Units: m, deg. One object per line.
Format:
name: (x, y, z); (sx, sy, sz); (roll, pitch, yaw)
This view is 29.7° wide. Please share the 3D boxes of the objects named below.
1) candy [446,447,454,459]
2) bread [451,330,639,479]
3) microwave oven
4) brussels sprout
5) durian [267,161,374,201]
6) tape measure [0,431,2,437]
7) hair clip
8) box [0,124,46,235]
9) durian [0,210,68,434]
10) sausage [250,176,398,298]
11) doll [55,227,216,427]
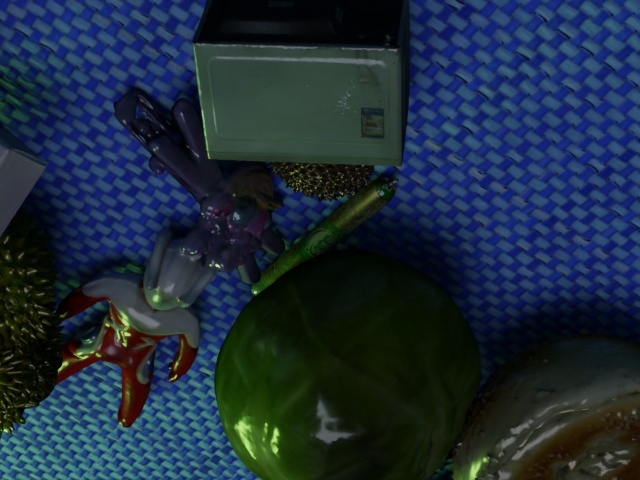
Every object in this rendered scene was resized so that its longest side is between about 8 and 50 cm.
candy: (0.048, 0.263, 1.642); (0.275, 0.070, 0.145); (-6, 137, 8)
bread: (0.295, 0.234, 1.486); (0.305, 0.159, 0.306); (-14, 135, -14)
microwave oven: (-0.013, -0.170, 1.221); (0.205, 0.129, 0.163); (3, 130, 6)
brussels sprout: (0.029, 0.180, 1.428); (0.281, 0.289, 0.355); (34, 154, 40)
durian: (0.011, -0.077, 1.332); (0.140, 0.071, 0.110); (-3, 170, -10)
tape measure: (-0.570, 0.220, 1.656); (0.271, 0.133, 0.231); (0, 122, -1)
hair clip: (-0.127, -0.051, 1.360); (0.090, 0.137, 0.278); (9, 145, 53)
box: (-0.463, 0.000, 1.305); (0.343, 0.200, 0.065); (-55, 151, 6)
durian: (-0.421, 0.095, 1.438); (0.224, 0.291, 0.291); (4, 132, -2)
sausage: (0.000, 0.000, 1.436); (0.033, 0.033, 0.269); (36, 127, -22)
doll: (-0.239, 0.110, 1.540); (0.188, 0.099, 0.384); (27, 137, -16)
